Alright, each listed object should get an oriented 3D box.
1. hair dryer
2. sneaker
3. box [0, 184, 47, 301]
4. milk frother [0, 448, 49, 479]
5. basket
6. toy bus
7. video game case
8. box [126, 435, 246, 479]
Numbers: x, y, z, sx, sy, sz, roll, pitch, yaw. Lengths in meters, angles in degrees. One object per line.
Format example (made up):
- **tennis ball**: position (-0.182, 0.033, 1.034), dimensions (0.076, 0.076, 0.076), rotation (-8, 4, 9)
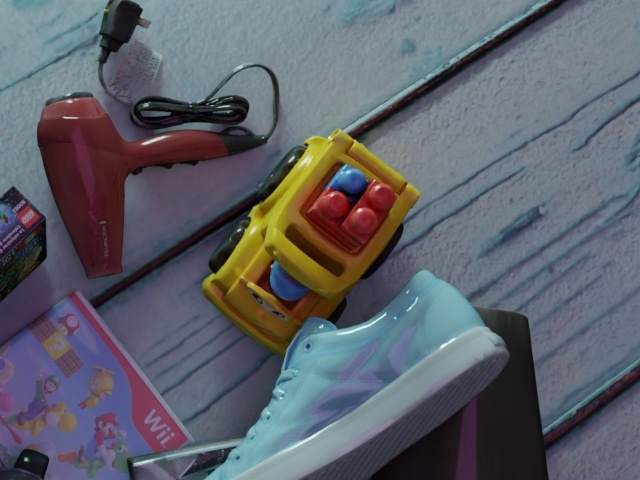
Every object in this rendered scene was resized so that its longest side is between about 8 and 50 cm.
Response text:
- **hair dryer**: position (-0.180, -0.094, 1.604), dimensions (0.223, 0.080, 0.294), rotation (29, 79, -8)
- **sneaker**: position (-0.002, 0.163, 1.521), dimensions (0.366, 0.135, 0.150), rotation (-32, 64, -6)
- **box**: position (-0.331, 0.038, 1.475), dimensions (0.044, 0.233, 0.159), rotation (45, 77, 0)
- **milk frother**: position (-0.329, 0.263, 1.473), dimensions (0.143, 0.135, 0.129), rotation (6, 51, -15)
- **basket**: position (0.149, 0.189, 1.610), dimensions (0.204, 0.154, 0.227), rotation (6, 79, -7)
- **toy bus**: position (0.000, 0.000, 1.566), dimensions (0.149, 0.211, 0.220), rotation (38, 79, -7)
- **video game case**: position (-0.298, 0.214, 1.569), dimensions (0.285, 0.025, 0.204), rotation (-38, 92, -14)
- **box**: position (-0.088, 0.317, 1.572), dimensions (0.183, 0.056, 0.231), rotation (-8, 92, -15)
